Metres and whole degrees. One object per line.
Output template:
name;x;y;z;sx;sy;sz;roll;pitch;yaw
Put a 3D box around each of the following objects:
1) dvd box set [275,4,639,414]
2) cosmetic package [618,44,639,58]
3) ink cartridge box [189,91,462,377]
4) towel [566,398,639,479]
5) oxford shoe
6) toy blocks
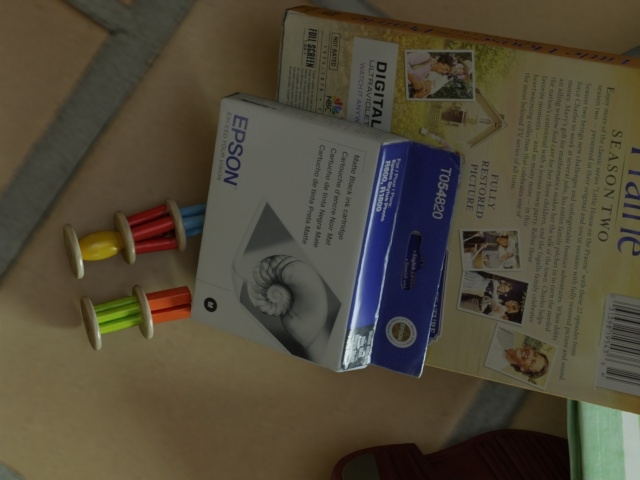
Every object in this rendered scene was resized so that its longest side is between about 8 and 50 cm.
dvd box set;0.154;-0.029;1.540;0.420;0.062;0.308;11;109;22
cosmetic package;0.354;-0.081;1.705;0.453;0.161;0.230;-24;97;-14
ink cartridge box;0.000;0.000;1.558;0.224;0.045;0.223;16;110;20
towel;0.375;0.262;1.715;0.325;0.038;0.248;6;77;-32
oxford shoe;0.158;0.270;1.704;0.348;0.123;0.130;3;122;-21
toy blocks;-0.154;0.027;1.623;0.148;0.054;0.123;-14;94;-15
